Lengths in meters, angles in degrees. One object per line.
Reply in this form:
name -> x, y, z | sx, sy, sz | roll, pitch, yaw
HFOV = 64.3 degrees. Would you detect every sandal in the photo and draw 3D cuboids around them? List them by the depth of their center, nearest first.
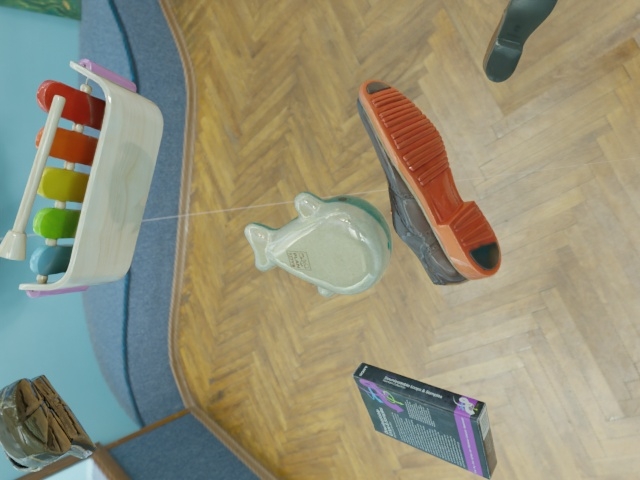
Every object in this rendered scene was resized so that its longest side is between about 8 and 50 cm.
sandal -> -0.246, 0.167, 0.437 | 0.090, 0.060, 0.219 | 55, 157, 2

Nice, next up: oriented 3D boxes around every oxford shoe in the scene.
oxford shoe -> 0.107, -0.063, 0.618 | 0.098, 0.097, 0.271 | -31, 86, 51
oxford shoe -> 0.349, -0.395, 0.907 | 0.076, 0.076, 0.212 | 21, 121, -11

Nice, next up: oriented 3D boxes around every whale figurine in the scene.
whale figurine -> 0.000, 0.000, 0.930 | 0.272, 0.141, 0.216 | -1, 121, 27

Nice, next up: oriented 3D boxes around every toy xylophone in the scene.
toy xylophone -> -0.308, -0.075, 0.658 | 0.081, 0.236, 0.323 | 16, 86, 15

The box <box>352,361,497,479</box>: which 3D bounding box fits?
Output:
box -> 0.124, 0.213, 0.613 | 0.162, 0.029, 0.116 | 9, 133, 37
